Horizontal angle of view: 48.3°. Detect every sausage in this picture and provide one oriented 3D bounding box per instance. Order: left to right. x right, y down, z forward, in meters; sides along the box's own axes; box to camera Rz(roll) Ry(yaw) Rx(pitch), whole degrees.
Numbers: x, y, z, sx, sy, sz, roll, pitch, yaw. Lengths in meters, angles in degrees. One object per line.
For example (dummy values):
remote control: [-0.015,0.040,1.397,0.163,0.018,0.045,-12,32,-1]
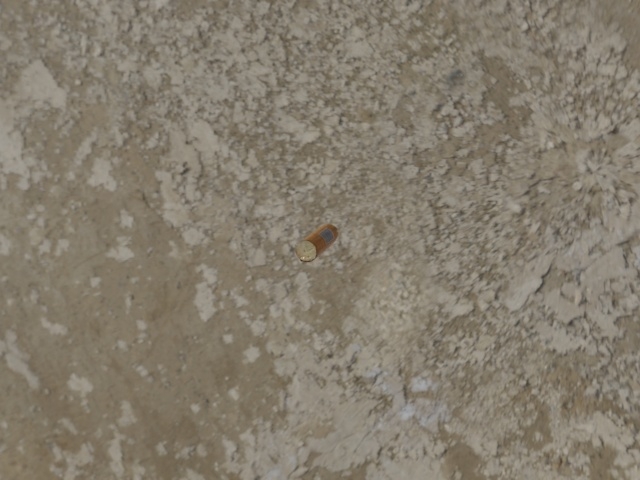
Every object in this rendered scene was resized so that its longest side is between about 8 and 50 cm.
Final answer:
sausage: [0.000,0.000,0.960,0.031,0.107,0.031,6,107,20]
